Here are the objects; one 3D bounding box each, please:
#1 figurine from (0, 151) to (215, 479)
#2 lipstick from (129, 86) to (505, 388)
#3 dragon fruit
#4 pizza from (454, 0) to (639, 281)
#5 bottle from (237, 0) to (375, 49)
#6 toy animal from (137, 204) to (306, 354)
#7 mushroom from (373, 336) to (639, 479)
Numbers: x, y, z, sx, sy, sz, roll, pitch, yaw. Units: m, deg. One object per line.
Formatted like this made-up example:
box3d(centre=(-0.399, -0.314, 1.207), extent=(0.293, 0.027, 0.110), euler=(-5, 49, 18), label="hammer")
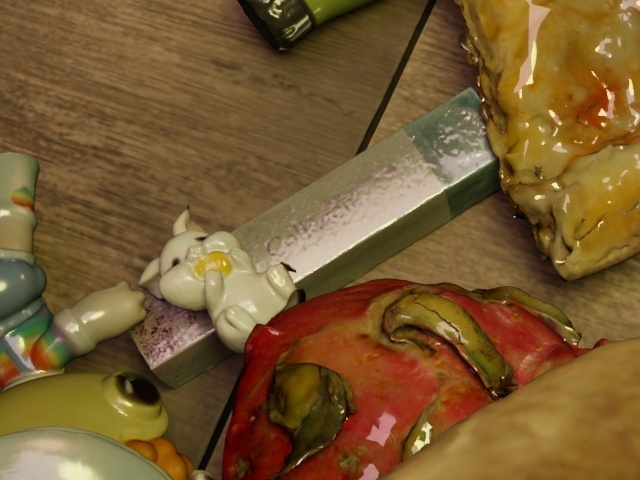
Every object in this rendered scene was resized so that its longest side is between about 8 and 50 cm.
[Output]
box3d(centre=(-0.223, 0.128, 1.032), extent=(0.224, 0.205, 0.382), euler=(-51, 53, 28), label="figurine")
box3d(centre=(0.000, 0.000, 1.114), extent=(0.317, 0.068, 0.066), euler=(-32, 69, -2), label="lipstick")
box3d(centre=(0.090, 0.145, 0.940), extent=(0.291, 0.269, 0.250), euler=(11, 78, 21), label="dragon fruit")
box3d(centre=(0.277, -0.218, 1.082), extent=(0.392, 0.080, 0.435), euler=(-15, 79, -6), label="pizza")
box3d(centre=(0.045, -0.260, 1.184), extent=(0.260, 0.112, 0.112), euler=(-41, 67, -7), label="bottle")
box3d(centre=(-0.074, 0.027, 1.035), extent=(0.124, 0.085, 0.071), euler=(35, 80, 15), label="toy animal")
box3d(centre=(0.161, 0.212, 0.705), extent=(0.397, 0.313, 0.224), euler=(-36, 111, -1), label="mushroom")
